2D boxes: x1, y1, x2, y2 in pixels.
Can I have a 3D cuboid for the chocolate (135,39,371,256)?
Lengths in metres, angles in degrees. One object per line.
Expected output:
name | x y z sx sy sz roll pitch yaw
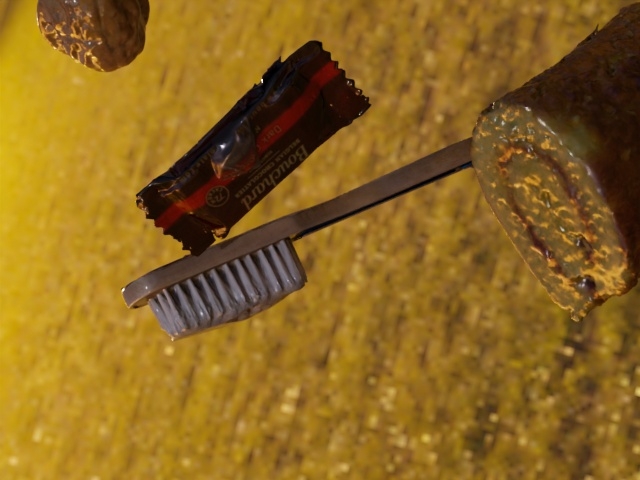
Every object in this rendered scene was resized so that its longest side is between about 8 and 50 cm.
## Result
chocolate | -0.049 -0.064 1.313 0.182 0.086 0.028 -41 37 1

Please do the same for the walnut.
walnut | -0.166 -0.168 1.304 0.096 0.082 0.079 74 171 -51

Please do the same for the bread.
bread | 0.176 -0.056 1.008 0.172 0.132 0.103 -36 6 -36

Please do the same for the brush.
brush | 0.000 0.000 1.426 0.065 0.327 0.070 64 161 5
